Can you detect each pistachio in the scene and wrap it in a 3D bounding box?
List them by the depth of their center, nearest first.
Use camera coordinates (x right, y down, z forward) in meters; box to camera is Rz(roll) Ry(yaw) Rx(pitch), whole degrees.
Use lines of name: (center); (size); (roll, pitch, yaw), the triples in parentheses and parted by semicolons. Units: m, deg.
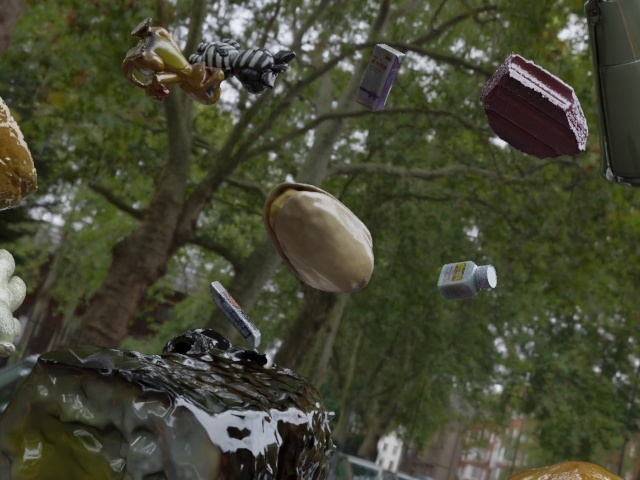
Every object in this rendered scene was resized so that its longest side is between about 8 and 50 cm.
pistachio: (0.000, 0.000, 1.697); (0.187, 0.188, 0.299); (-2, -38, 51)

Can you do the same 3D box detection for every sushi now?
sushi: (-0.158, 0.251, 0.782); (0.281, 0.300, 0.294); (30, 7, 15)

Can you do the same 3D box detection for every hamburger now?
hamburger: (-0.498, -0.099, 1.045); (0.135, 0.155, 0.207); (-30, -1, 42)

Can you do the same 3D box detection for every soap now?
soap: (0.532, -0.309, 1.922); (0.289, 0.112, 0.182); (31, -34, -7)

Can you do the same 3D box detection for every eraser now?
eraser: (-0.108, 0.094, 0.998); (0.099, 0.019, 0.027); (49, 11, 6)

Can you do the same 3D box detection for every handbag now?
handbag: (0.407, -0.235, 0.932); (0.109, 0.241, 0.316); (21, -49, 59)

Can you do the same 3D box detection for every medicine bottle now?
medicine bottle: (0.326, 0.087, 1.741); (0.117, 0.074, 0.055); (-9, -54, 33)

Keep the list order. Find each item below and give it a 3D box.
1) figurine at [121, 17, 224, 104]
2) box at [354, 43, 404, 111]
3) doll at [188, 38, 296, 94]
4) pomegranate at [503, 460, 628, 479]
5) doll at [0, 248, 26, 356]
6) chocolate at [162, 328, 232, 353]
figurine: (-0.251, -0.276, 1.319); (0.176, 0.121, 0.122); (25, -42, -27)
box: (0.109, -0.301, 1.452); (0.050, 0.117, 0.036); (35, 29, 20)
doll: (-0.144, -0.315, 1.413); (0.219, 0.091, 0.067); (18, -25, 32)
pomegranate: (0.235, 0.316, 0.687); (0.248, 0.248, 0.248); (16, -15, 4)
doll: (-0.669, 0.132, 1.571); (0.175, 0.149, 0.278); (41, 17, -18)
chocolate: (-0.220, 0.256, 1.431); (0.148, 0.126, 0.343); (-7, -17, -12)
